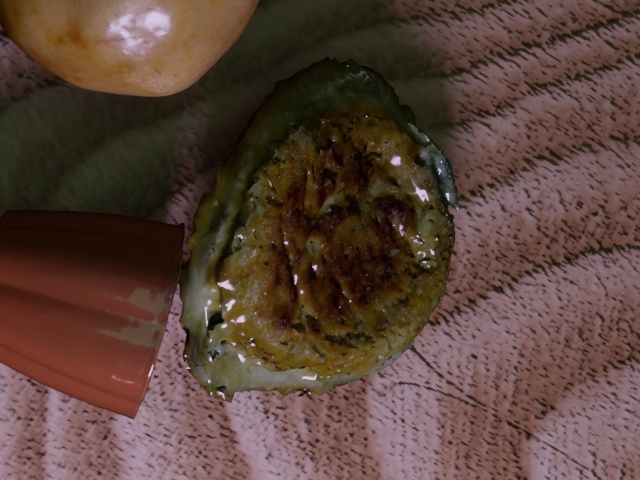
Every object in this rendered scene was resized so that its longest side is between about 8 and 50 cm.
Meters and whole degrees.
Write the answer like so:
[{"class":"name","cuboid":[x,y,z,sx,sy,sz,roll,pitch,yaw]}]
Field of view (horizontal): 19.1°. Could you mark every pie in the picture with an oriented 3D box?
[{"class":"pie","cuboid":[0.000,0.000,1.850,0.288,0.103,0.355,22,86,-42]}]

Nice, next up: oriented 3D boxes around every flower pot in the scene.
[{"class":"flower pot","cuboid":[-0.230,0.057,1.779,0.173,0.190,0.191,14,88,-10]}]

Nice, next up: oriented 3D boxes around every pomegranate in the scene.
[{"class":"pomegranate","cuboid":[-0.175,-0.269,1.726,0.307,0.307,0.307,-1,93,-19]}]
